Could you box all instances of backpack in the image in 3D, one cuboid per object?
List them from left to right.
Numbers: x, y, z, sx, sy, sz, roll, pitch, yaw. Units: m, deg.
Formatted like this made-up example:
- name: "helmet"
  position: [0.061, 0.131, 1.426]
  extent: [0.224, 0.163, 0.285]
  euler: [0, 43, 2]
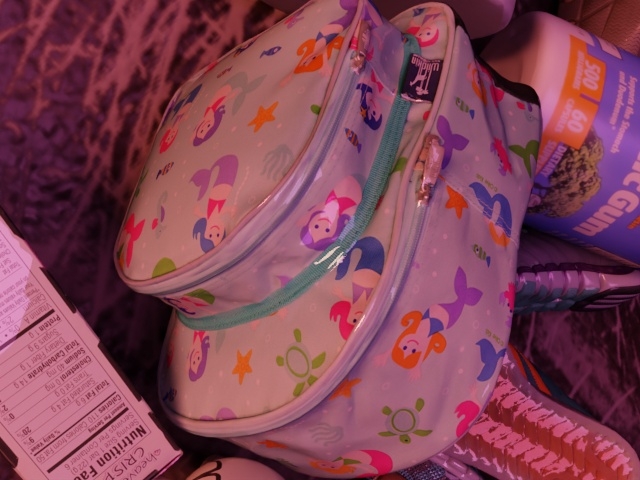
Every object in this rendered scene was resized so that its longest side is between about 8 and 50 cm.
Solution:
- name: "backpack"
  position: [0.000, 0.000, 0.456]
  extent: [0.191, 0.225, 0.253]
  euler: [27, 61, -35]

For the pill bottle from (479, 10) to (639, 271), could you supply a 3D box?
- name: "pill bottle"
  position: [0.248, -0.060, 0.629]
  extent: [0.272, 0.152, 0.152]
  euler: [20, 86, -14]

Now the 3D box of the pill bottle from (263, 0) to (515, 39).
- name: "pill bottle"
  position: [0.065, -0.324, 0.492]
  extent: [0.204, 0.204, 0.360]
  euler: [9, 91, -31]

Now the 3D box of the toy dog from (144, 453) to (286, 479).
- name: "toy dog"
  position: [-0.158, 0.254, 0.444]
  extent: [0.161, 0.220, 0.333]
  euler: [28, 79, -16]

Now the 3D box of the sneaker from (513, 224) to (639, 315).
- name: "sneaker"
  position: [0.179, 0.013, 0.696]
  extent: [0.224, 0.083, 0.098]
  euler: [2, 66, -27]

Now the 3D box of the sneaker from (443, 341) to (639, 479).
- name: "sneaker"
  position: [0.120, 0.121, 0.644]
  extent: [0.302, 0.121, 0.108]
  euler: [40, 87, -16]

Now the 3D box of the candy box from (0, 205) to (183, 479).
- name: "candy box"
  position: [-0.184, 0.027, 0.418]
  extent: [0.071, 0.159, 0.233]
  euler: [-37, 114, -20]

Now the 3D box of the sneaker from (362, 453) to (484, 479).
- name: "sneaker"
  position: [0.071, 0.189, 0.658]
  extent: [0.166, 0.065, 0.076]
  euler: [37, 94, -26]

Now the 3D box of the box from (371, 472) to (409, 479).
- name: "box"
  position: [0.035, 0.342, 0.493]
  extent: [0.191, 0.143, 0.381]
  euler: [-41, 143, -35]

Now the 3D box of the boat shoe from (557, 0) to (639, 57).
- name: "boat shoe"
  position: [0.333, -0.281, 0.699]
  extent: [0.130, 0.132, 0.355]
  euler: [31, 82, -30]
